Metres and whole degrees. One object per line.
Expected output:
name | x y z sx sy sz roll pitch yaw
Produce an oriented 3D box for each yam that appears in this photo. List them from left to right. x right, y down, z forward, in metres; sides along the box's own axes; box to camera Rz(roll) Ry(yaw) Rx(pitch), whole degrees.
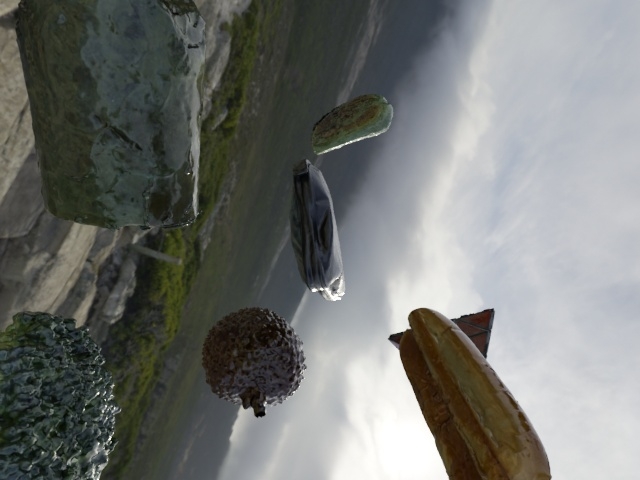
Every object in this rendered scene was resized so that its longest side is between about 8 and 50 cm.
yam | -0.237 -0.160 0.522 0.195 0.195 0.300 -72 170 -66

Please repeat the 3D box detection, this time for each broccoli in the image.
broccoli | -0.325 0.203 0.407 0.263 0.243 0.247 -107 -166 -48

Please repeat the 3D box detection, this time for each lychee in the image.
lychee | -0.126 0.227 0.839 0.200 0.200 0.238 -63 -158 25

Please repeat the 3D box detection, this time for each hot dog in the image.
hot dog | 0.145 0.161 0.425 0.249 0.076 0.102 -109 -151 -61

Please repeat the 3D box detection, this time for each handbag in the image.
handbag | 0.000 0.000 0.747 0.332 0.075 0.192 55 29 -76

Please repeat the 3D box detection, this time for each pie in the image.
pie | 0.074 -0.300 1.139 0.240 0.054 0.240 -21 -144 16

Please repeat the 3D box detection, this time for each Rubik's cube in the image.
Rubik's cube | 0.230 0.248 0.822 0.211 0.190 0.178 -36 120 -52
